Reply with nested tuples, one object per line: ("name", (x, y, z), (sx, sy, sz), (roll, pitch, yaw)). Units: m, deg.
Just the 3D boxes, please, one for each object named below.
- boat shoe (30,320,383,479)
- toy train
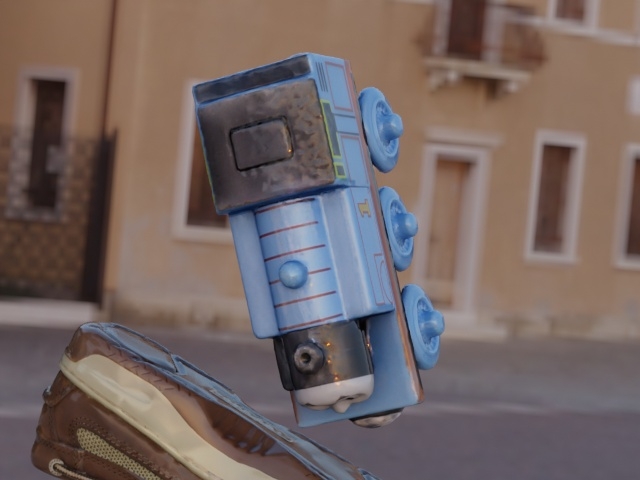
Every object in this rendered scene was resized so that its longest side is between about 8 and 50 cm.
("boat shoe", (-0.030, 0.142, 0.975), (0.257, 0.095, 0.095), (32, 6, 17))
("toy train", (0.000, 0.000, 0.933), (0.080, 0.184, 0.105), (-13, -4, 22))
